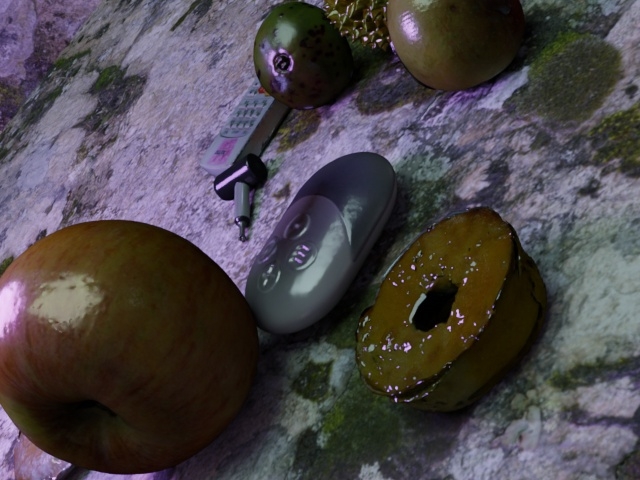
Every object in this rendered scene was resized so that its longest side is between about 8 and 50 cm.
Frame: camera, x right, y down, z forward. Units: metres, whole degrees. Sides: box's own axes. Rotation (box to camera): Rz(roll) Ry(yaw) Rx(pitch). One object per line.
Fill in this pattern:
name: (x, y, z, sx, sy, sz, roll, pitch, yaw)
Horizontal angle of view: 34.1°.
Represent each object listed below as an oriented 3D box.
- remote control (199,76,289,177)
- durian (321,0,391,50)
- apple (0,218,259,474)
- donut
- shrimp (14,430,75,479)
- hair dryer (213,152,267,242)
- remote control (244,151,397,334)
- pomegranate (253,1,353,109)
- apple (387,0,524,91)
remote control: (-0.117, -0.272, 2.118, 0.145, 0.050, 0.344, 8, 62, 55)
durian: (0.121, -0.469, 1.858, 0.291, 0.224, 0.291, -36, 30, 26)
apple: (-0.293, 0.148, 1.553, 0.400, 0.400, 0.333, -28, 30, 32)
donut: (0.165, 0.097, 1.304, 0.272, 0.107, 0.272, -38, 30, 27)
shrimp: (-0.408, 0.262, 1.850, 0.445, 0.110, 0.221, -52, 33, 8)
hair dryer: (-0.152, -0.068, 1.943, 0.100, 0.057, 0.197, -33, 40, 28)
remote control: (0.000, 0.000, 1.615, 0.221, 0.103, 0.332, 9, 61, 53)
pomegranate: (-0.025, -0.355, 1.984, 0.202, 0.202, 0.248, -28, 6, 32)
apple: (0.210, -0.341, 1.639, 0.207, 0.188, 0.174, -38, 28, 13)
